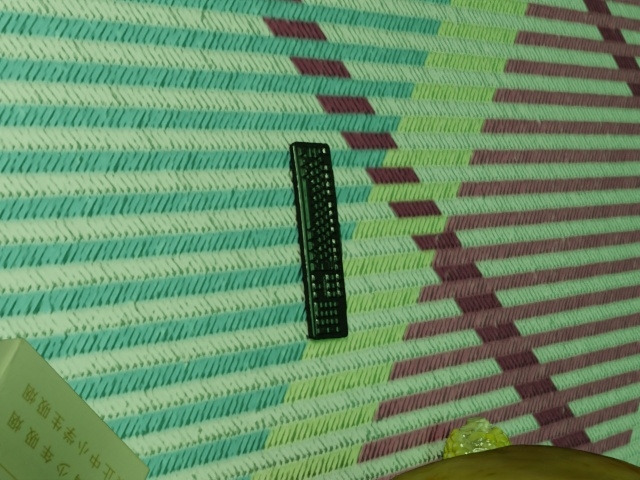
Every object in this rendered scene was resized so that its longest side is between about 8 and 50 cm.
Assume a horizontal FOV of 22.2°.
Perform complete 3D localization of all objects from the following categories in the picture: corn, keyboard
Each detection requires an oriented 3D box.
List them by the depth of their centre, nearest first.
[{"bbox_3d":[0.000,0.000,1.270,0.053,0.010,0.155,-2,85,-56],"label":"keyboard"},{"bbox_3d":[0.138,0.252,1.369,0.067,0.067,0.206,0,85,-55],"label":"corn"}]

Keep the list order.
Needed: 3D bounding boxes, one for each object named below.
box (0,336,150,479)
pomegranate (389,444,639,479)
[{"bbox_3d":[-0.189,0.173,0.925,0.141,0.058,0.201,52,44,-36],"label":"box"},{"bbox_3d":[0.149,0.343,1.126,0.411,0.411,0.411,15,71,-53],"label":"pomegranate"}]
